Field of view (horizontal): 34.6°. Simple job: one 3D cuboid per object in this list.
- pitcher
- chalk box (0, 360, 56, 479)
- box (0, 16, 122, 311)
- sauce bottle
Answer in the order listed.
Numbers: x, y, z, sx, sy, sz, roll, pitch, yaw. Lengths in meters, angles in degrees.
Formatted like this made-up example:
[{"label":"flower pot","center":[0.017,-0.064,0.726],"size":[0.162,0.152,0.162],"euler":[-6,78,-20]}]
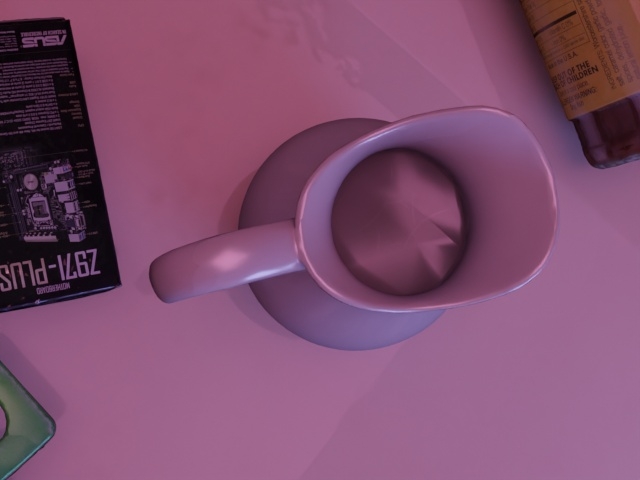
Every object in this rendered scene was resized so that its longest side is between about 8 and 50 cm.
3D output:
[{"label":"pitcher","center":[0.000,0.000,0.521],"size":[0.177,0.207,0.125],"euler":[-11,89,-11]},{"label":"chalk box","center":[-0.234,0.142,0.507],"size":[0.213,0.132,0.132],"euler":[-41,95,-10]},{"label":"box","center":[-0.209,-0.028,0.526],"size":[0.180,0.077,0.147],"euler":[-12,89,-28]},{"label":"sauce bottle","center":[0.149,-0.218,0.610],"size":[0.111,0.111,0.344],"euler":[-21,92,-11]}]
